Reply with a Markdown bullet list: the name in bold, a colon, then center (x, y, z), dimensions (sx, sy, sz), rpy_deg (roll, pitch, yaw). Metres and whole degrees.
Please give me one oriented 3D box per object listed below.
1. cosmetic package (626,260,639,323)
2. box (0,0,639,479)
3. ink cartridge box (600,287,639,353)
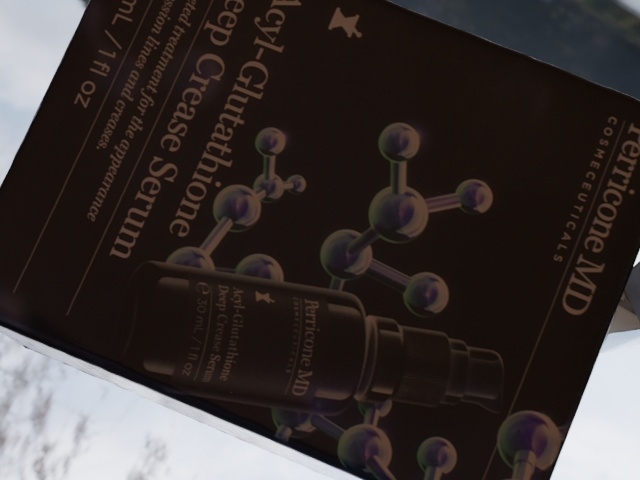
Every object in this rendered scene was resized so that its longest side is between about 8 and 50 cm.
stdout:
- **cosmetic package**: center (0.338, 0.036, 1.076), dimensions (0.107, 0.238, 0.127), rpy_deg (-14, -108, -15)
- **box**: center (0.000, 0.000, 0.949), dimensions (0.395, 0.293, 0.212), rpy_deg (22, 170, 5)
- **ink cartridge box**: center (0.261, 0.014, 1.401), dimensions (0.224, 0.045, 0.223), rpy_deg (-1, -129, -56)
